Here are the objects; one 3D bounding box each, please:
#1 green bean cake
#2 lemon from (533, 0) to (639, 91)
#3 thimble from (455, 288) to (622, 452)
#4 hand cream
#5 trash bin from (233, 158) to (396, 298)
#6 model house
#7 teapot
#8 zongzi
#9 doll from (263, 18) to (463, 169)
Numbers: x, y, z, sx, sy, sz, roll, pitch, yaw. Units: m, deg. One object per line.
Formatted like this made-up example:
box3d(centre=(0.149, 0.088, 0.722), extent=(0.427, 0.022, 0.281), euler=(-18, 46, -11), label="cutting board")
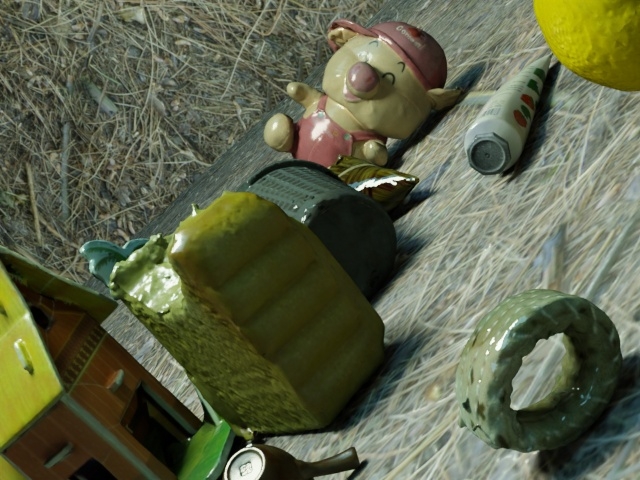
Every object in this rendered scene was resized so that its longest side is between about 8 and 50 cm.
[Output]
box3d(centre=(-0.069, 0.065, 1.262), extent=(0.124, 0.233, 0.236), euler=(-44, 11, -25), label="green bean cake")
box3d(centre=(0.274, -0.218, 1.159), extent=(0.178, 0.178, 0.203), euler=(-46, 10, 0), label="lemon")
box3d(centre=(0.133, 0.083, 0.830), extent=(0.110, 0.084, 0.062), euler=(-45, 12, -8), label="thimble")
box3d(centre=(0.204, -0.139, 1.448), extent=(0.095, 0.059, 0.276), euler=(-41, 7, 28), label="hand cream")
box3d(centre=(0.000, 0.000, 1.450), extent=(0.175, 0.175, 0.161), euler=(-49, 23, -14), label="trash bin")
box3d(centre=(-0.284, 0.160, 1.447), extent=(0.300, 0.323, 0.340), euler=(-41, 12, 20), label="model house")
box3d(centre=(-0.025, 0.185, 1.072), extent=(0.110, 0.080, 0.085), euler=(-31, 43, 9), label="teapot")
box3d(centre=(0.027, -0.014, 1.596), extent=(0.187, 0.084, 0.184), euler=(-54, 22, -6), label="zongzi")
box3d(centre=(0.057, -0.189, 1.814), extent=(0.256, 0.196, 0.152), euler=(-51, 10, 6), label="doll")
